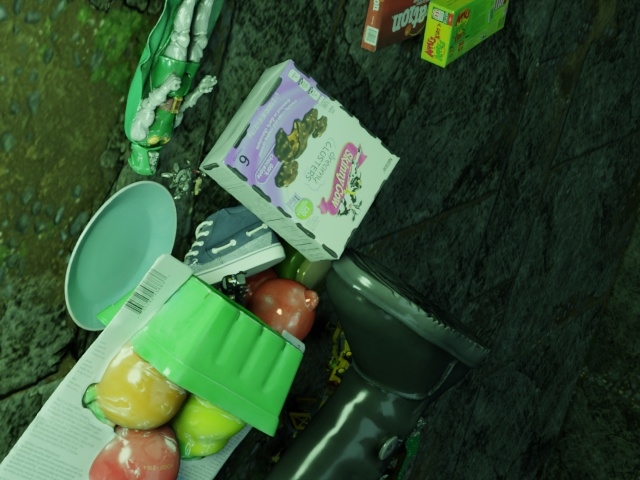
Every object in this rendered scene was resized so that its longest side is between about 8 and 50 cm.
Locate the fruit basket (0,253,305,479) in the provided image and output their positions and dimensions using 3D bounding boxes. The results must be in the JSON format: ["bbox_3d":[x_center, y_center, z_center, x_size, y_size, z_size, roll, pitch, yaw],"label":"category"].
[{"bbox_3d":[-0.204,0.207,1.575,0.353,0.165,0.327,-50,141,2],"label":"fruit basket"}]

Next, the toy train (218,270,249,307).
[{"bbox_3d":[-0.112,0.069,1.682,0.158,0.036,0.027,111,-27,-72],"label":"toy train"}]

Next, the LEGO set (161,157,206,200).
[{"bbox_3d":[-0.159,-0.071,1.607,0.083,0.023,0.054,-21,131,-55],"label":"LEGO set"}]

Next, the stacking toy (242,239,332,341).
[{"bbox_3d":[0.000,0.000,1.848,0.279,0.130,0.309,-1,115,-61],"label":"stacking toy"}]

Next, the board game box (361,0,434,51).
[{"bbox_3d":[0.155,-0.369,1.926,0.281,0.027,0.145,-30,139,-50],"label":"board game box"}]

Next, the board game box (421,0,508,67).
[{"bbox_3d":[0.220,-0.336,1.996,0.181,0.043,0.092,-38,145,-44],"label":"board game box"}]

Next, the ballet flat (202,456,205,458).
[{"bbox_3d":[-0.186,0.331,1.881,0.074,0.074,0.203,-26,141,-52],"label":"ballet flat"}]

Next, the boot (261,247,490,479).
[{"bbox_3d":[0.004,0.255,1.824,0.445,0.146,0.367,-49,140,5],"label":"boot"}]

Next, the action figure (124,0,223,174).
[{"bbox_3d":[-0.161,-0.180,1.472,0.137,0.063,0.232,-10,125,-63],"label":"action figure"}]

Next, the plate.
[{"bbox_3d":[-0.234,0.015,1.545,0.188,0.024,0.188,-42,146,-37],"label":"plate"}]

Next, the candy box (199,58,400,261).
[{"bbox_3d":[-0.023,-0.096,1.655,0.196,0.070,0.165,40,67,-22],"label":"candy box"}]

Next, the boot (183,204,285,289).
[{"bbox_3d":[-0.143,0.017,1.682,0.190,0.086,0.069,-21,169,-24],"label":"boot"}]

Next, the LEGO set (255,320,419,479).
[{"bbox_3d":[0.010,0.290,2.128,0.331,0.192,0.255,63,37,-42],"label":"LEGO set"}]
